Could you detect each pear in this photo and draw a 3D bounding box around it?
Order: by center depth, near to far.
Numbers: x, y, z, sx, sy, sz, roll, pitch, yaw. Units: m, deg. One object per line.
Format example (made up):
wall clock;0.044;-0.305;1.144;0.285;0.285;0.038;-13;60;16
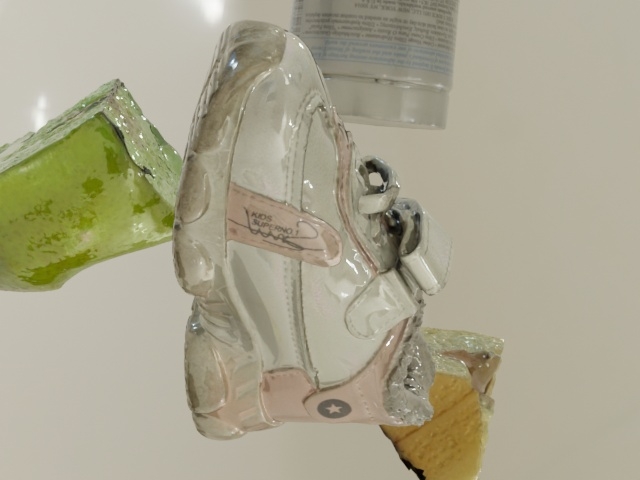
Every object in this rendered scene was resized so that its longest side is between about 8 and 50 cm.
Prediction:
pear;-0.298;-0.034;1.772;0.176;0.281;0.286;60;4;-13

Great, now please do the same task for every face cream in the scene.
face cream;0.052;-0.198;1.627;0.177;0.177;0.153;-171;-93;-69

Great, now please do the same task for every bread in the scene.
bread;0.110;0.219;1.962;0.183;0.211;0.224;-82;-175;-80

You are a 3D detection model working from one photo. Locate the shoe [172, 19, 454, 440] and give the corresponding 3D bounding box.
shoe;0.000;-0.002;1.164;0.172;0.198;0.351;-84;176;-49
